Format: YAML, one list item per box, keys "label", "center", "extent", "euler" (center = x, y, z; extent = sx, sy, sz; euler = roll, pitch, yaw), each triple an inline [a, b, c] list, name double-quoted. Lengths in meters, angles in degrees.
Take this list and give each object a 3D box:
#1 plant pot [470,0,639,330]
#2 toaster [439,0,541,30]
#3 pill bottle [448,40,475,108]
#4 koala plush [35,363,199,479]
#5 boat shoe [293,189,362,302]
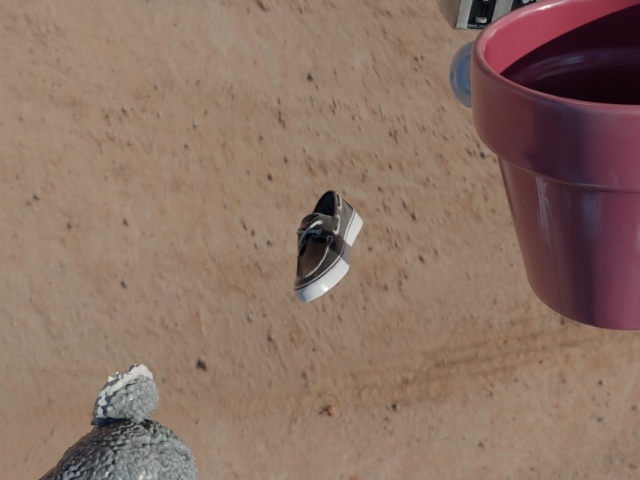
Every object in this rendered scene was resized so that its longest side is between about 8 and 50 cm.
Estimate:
- label: "plant pot"
  center: [0.201, -0.049, 0.574]
  extent: [0.201, 0.201, 0.180]
  euler: [-8, 123, 0]
- label: "toaster"
  center: [0.318, -0.467, 1.645]
  extent: [0.168, 0.186, 0.110]
  euler: [1, 123, -10]
- label: "pill bottle"
  center: [0.308, -0.271, 1.417]
  extent: [0.193, 0.108, 0.108]
  euler: [-12, 120, -42]
- label: "koala plush"
  center: [-0.158, 0.213, 0.632]
  extent: [0.203, 0.196, 0.221]
  euler: [13, 119, -34]
- label: "boat shoe"
  center: [0.000, 0.000, 1.600]
  extent: [0.108, 0.301, 0.102]
  euler: [-24, 111, 29]
